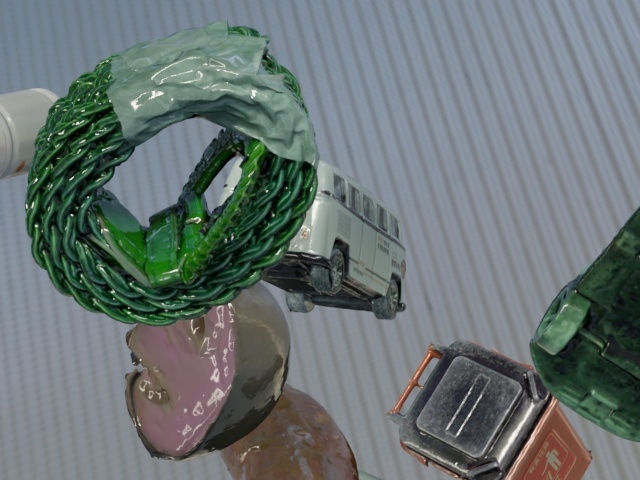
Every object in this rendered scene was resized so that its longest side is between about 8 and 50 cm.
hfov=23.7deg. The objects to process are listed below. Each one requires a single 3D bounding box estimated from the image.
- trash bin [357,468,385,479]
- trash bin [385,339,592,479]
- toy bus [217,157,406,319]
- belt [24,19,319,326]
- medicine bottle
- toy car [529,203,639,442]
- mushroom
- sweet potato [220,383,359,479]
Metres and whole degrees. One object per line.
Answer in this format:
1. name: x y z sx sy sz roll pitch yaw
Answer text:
1. trash bin: 0.064 0.312 1.597 0.130 0.059 0.116 22 86 15
2. trash bin: 0.212 0.238 1.843 0.184 0.239 0.161 24 77 38
3. toy bus: 0.000 0.000 1.021 0.087 0.194 0.089 3 79 23
4. belt: -0.067 -0.029 0.713 0.151 0.121 0.079 -40 22 10
5. medicine bottle: -0.213 -0.069 1.014 0.057 0.089 0.057 9 106 31
6. toy car: 0.260 0.010 1.007 0.136 0.306 0.125 31 44 0
7. mushroom: -0.091 0.110 1.346 0.188 0.117 0.141 -57 41 28
8. sweet potato: -0.035 0.211 1.517 0.131 0.131 0.337 -32 37 11
